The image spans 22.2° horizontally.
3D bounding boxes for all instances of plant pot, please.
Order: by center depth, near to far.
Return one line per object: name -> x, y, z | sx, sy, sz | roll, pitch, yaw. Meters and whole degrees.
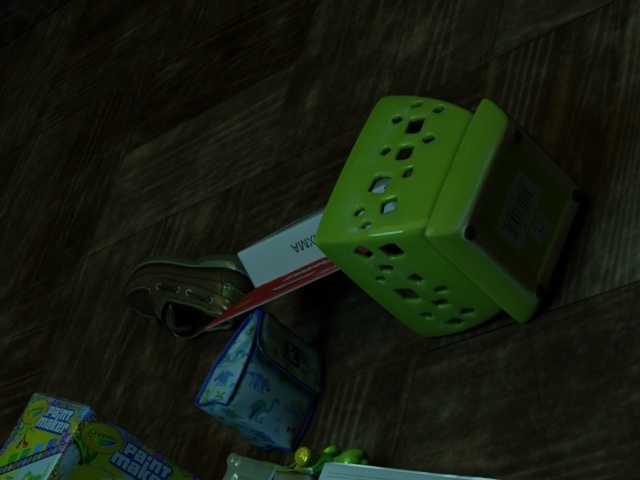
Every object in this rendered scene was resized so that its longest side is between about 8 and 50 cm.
plant pot -> 0.166, -0.031, 1.935 | 0.207, 0.227, 0.228 | -3, 55, 48

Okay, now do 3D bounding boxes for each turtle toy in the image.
turtle toy -> 0.005, 0.289, 1.951 | 0.130, 0.095, 0.066 | -44, 51, 18

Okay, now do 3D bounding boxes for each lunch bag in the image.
lunch bag -> -0.068, 0.182, 2.130 | 0.096, 0.129, 0.151 | -9, 49, 50

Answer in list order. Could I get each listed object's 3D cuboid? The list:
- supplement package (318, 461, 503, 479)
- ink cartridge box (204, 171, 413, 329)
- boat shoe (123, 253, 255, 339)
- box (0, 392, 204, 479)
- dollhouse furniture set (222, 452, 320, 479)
supplement package -> 0.123, 0.332, 1.482 | 0.204, 0.262, 0.145 | 0, 56, 36
ink cartridge box -> 0.000, 0.000, 2.177 | 0.296, 0.066, 0.261 | -25, 5, 41
boat shoe -> -0.214, 0.090, 2.476 | 0.307, 0.111, 0.104 | -13, 46, 51
box -> -0.283, 0.388, 2.045 | 0.177, 0.290, 0.279 | 2, 59, 58
dollhouse furniture set -> -0.067, 0.400, 1.774 | 0.197, 0.151, 0.301 | 3, 62, 59
